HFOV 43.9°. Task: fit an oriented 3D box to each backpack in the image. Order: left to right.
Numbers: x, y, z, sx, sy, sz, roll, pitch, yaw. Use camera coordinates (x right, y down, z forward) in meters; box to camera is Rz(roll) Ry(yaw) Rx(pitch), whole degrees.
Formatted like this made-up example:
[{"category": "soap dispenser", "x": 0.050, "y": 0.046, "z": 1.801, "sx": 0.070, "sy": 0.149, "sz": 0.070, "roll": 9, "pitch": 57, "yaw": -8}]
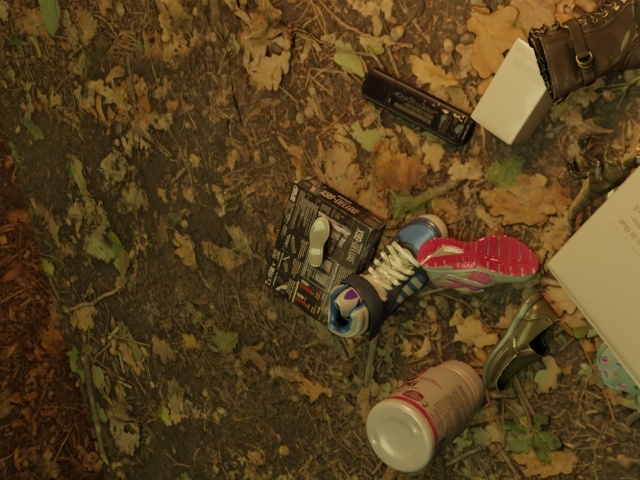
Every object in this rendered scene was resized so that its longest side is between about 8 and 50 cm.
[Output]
[{"category": "backpack", "x": 0.624, "y": 0.230, "z": 1.513, "sx": 0.182, "sy": 0.115, "sz": 0.151, "roll": 9, "pitch": 111, "yaw": 38}]

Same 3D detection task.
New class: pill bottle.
[{"category": "pill bottle", "x": 0.238, "y": 0.373, "z": 1.735, "sx": 0.160, "sy": 0.283, "sz": 0.160, "roll": 11, "pitch": 109, "yaw": 34}]

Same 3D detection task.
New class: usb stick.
[{"category": "usb stick", "x": 0.207, "y": -0.292, "z": 1.721, "sx": 0.278, "sy": 0.045, "sz": 0.077, "roll": 33, "pitch": 114, "yaw": 26}]

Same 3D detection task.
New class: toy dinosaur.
[{"category": "toy dinosaur", "x": 0.517, "y": -0.127, "z": 1.498, "sx": 0.118, "sy": 0.064, "sz": 0.268, "roll": 59, "pitch": 143, "yaw": 21}]

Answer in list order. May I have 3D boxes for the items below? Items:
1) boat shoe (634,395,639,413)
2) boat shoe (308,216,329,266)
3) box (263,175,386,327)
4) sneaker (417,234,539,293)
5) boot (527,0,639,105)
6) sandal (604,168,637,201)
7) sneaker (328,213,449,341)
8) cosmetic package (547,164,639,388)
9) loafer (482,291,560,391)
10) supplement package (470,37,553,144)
[{"category": "boat shoe", "x": 0.670, "y": 0.400, "z": 1.549, "sx": 0.081, "sy": 0.079, "sz": 0.227, "roll": -36, "pitch": 84, "yaw": 34}, {"category": "boat shoe", "x": 0.000, "y": 0.000, "z": 1.866, "sx": 0.046, "sy": 0.038, "sz": 0.125, "roll": 11, "pitch": 112, "yaw": 13}, {"category": "box", "x": 0.003, "y": 0.032, "z": 1.947, "sx": 0.242, "sy": 0.076, "sz": 0.307, "roll": 32, "pitch": 120, "yaw": 26}, {"category": "sneaker", "x": 0.339, "y": 0.057, "z": 1.695, "sx": 0.252, "sy": 0.103, "sz": 0.111, "roll": 4, "pitch": 144, "yaw": 23}, {"category": "boot", "x": 0.476, "y": -0.387, "z": 1.389, "sx": 0.229, "sy": 0.091, "sz": 0.262, "roll": -14, "pitch": 97, "yaw": 3}, {"category": "sandal", "x": 0.616, "y": -0.115, "z": 1.440, "sx": 0.240, "sy": 0.079, "sz": 0.088, "roll": -24, "pitch": 88, "yaw": 39}, {"category": "sneaker", "x": 0.136, "y": 0.093, "z": 1.761, "sx": 0.130, "sy": 0.236, "sz": 0.322, "roll": 46, "pitch": 126, "yaw": 17}, {"category": "cosmetic package", "x": 0.656, "y": 0.025, "z": 1.245, "sx": 0.393, "sy": 0.329, "sz": 0.327, "roll": -56, "pitch": 51, "yaw": 34}, {"category": "loafer", "x": 0.424, "y": 0.231, "z": 1.676, "sx": 0.087, "sy": 0.094, "sz": 0.251, "roll": 37, "pitch": 122, "yaw": 28}, {"category": "supplement package", "x": 0.395, "y": -0.290, "z": 1.541, "sx": 0.105, "sy": 0.105, "sz": 0.179, "roll": 41, "pitch": 123, "yaw": 20}]
